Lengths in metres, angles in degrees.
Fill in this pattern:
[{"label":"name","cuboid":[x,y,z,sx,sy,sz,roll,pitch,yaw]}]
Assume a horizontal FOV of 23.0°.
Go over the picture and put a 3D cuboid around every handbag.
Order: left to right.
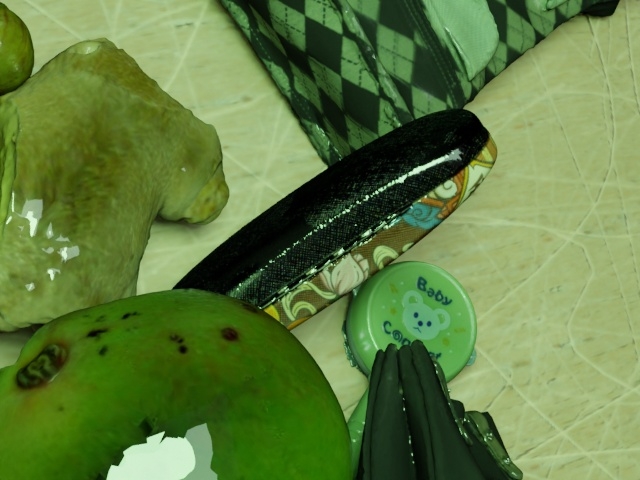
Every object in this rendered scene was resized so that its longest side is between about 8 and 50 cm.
[{"label":"handbag","cuboid":[0.116,-0.275,1.449,0.416,0.180,0.317,-40,101,-33]},{"label":"handbag","cuboid":[0.112,0.244,1.225,0.152,0.342,0.288,-13,68,13]}]

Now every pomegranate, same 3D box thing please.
[{"label":"pomegranate","cuboid":[-0.095,0.218,1.132,0.309,0.216,0.358,-38,112,-8]}]

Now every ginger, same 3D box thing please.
[{"label":"ginger","cuboid":[-0.178,-0.031,1.262,0.221,0.130,0.276,5,80,-37]}]

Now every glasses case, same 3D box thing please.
[{"label":"glasses case","cuboid":[0.000,0.000,1.267,0.321,0.122,0.082,-35,104,2]}]

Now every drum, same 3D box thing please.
[{"label":"drum","cuboid":[0.066,0.138,1.357,0.130,0.049,0.253,19,68,-17]}]

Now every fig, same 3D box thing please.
[{"label":"fig","cuboid":[-0.271,-0.162,1.286,0.082,0.084,0.098,36,58,-30]}]
